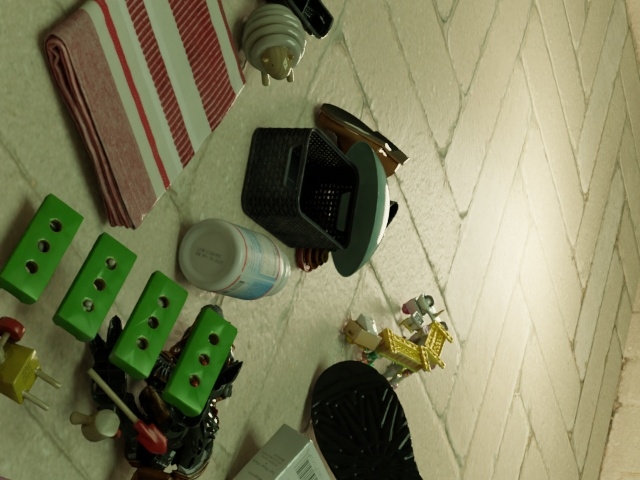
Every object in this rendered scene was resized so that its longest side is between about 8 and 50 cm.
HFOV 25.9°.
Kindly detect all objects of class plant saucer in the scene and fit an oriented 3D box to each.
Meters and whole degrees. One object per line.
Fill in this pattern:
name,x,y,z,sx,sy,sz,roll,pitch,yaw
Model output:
plant saucer,0.061,-0.042,1.963,0.195,0.037,0.195,-173,-90,-73

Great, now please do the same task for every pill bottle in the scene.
pill bottle,-0.099,0.027,1.700,0.160,0.087,0.087,22,72,-65

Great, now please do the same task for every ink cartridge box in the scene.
ink cartridge box,-0.067,0.415,1.847,0.239,0.060,0.275,-45,137,-22

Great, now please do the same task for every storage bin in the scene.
storage bin,-0.024,-0.068,1.864,0.180,0.084,0.122,40,56,-61

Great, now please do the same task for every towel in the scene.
towel,-0.187,-0.195,1.556,0.329,0.037,0.237,-59,141,-50

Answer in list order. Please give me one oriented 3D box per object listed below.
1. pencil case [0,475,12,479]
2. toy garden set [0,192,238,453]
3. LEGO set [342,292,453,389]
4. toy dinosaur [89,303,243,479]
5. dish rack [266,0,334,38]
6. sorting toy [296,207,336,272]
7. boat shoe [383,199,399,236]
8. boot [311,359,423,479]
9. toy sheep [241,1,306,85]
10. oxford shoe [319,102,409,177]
pencil case,-0.339,0.369,1.125,0.167,0.160,0.386,-47,-157,58
toy garden set,-0.222,0.106,1.370,0.244,0.049,0.204,38,53,-20
LEGO set,0.113,0.176,2.215,0.132,0.107,0.287,58,29,9
toy dinosaur,-0.158,0.202,1.531,0.218,0.164,0.322,87,-2,-52
dish rack,-0.016,-0.429,1.830,0.271,0.074,0.208,-69,152,-15
sorting toy,0.000,0.000,1.971,0.061,0.042,0.102,49,48,-57
boat shoe,0.082,-0.020,2.153,0.142,0.040,0.049,-61,145,-45
boot,0.081,0.369,2.056,0.260,0.131,0.348,90,-20,-68
toy sheep,-0.060,-0.255,1.772,0.091,0.091,0.132,60,12,-50
oxford shoe,0.054,-0.136,2.057,0.076,0.076,0.212,-48,142,8
